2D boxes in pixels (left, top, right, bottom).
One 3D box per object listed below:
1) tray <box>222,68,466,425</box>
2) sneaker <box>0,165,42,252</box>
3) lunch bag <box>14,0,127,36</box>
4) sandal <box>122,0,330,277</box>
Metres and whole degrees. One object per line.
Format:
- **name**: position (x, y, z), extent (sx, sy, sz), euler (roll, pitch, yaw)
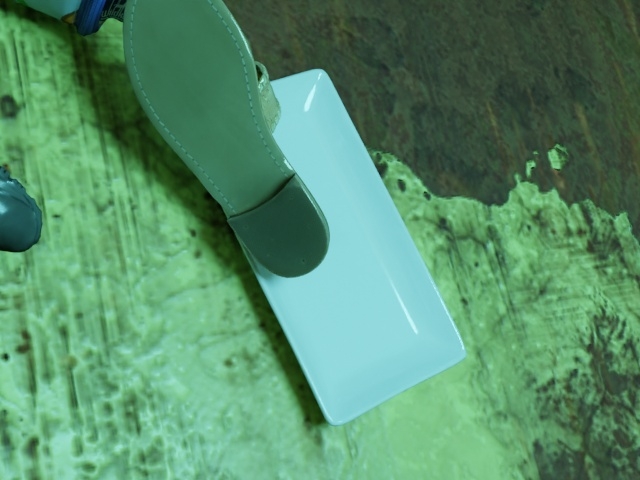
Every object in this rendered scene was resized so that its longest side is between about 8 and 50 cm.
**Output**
- **tray**: position (0.000, 0.000, 0.760), extent (0.145, 0.030, 0.270), euler (-22, 81, -33)
- **sneaker**: position (-0.316, -0.015, 0.573), extent (0.286, 0.109, 0.130), euler (10, 76, -16)
- **lunch bag**: position (-0.135, -0.305, 0.685), extent (0.115, 0.243, 0.303), euler (25, 60, -16)
- **sandal**: position (-0.067, -0.086, 0.709), extent (0.088, 0.079, 0.240), euler (-27, 101, 8)
